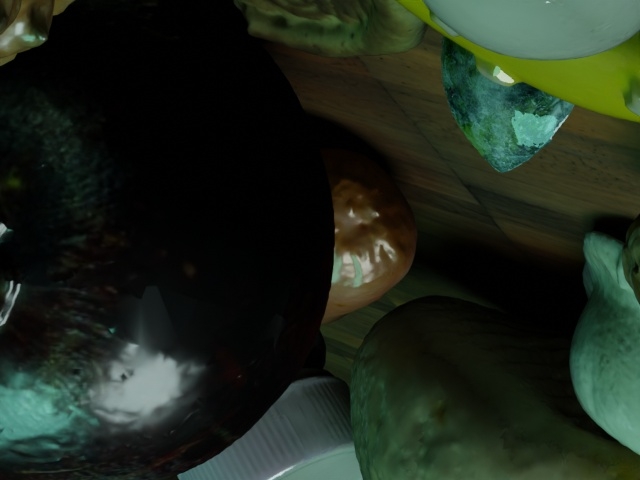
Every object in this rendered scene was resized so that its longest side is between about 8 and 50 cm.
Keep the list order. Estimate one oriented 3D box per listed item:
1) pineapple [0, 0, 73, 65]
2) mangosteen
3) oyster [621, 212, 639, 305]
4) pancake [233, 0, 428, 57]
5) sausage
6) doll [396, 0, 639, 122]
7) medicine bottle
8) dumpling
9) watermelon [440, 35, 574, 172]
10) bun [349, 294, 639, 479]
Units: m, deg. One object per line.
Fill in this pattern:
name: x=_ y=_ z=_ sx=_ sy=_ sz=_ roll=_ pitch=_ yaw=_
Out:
pineapple: x=-0.175 y=-0.192 z=0.525 sx=0.223 sy=0.223 sz=0.357 roll=25 pitch=159 yaw=7
mangosteen: x=-0.138 y=-0.014 z=0.971 sx=0.330 sy=0.330 sz=0.330 roll=25 pitch=168 yaw=6
oyster: x=0.223 y=0.022 z=0.767 sx=0.166 sy=0.110 sz=0.341 roll=37 pitch=179 yaw=-21
pancake: x=-0.050 y=-0.153 z=0.807 sx=0.235 sy=0.029 sz=0.212 roll=26 pitch=168 yaw=-9
sausage: x=0.000 y=0.000 z=1.177 sx=0.114 sy=0.113 sz=0.259 roll=27 pitch=169 yaw=-4
doll: x=0.066 y=-0.115 z=0.528 sx=0.237 sy=0.111 sz=0.252 roll=39 pitch=175 yaw=24
medicine bottle: x=-0.079 y=0.095 z=1.352 sx=0.273 sy=0.165 sz=0.165 roll=58 pitch=-178 yaw=24
dumpling: x=0.216 y=0.060 z=1.033 sx=0.105 sy=0.149 sz=0.217 roll=-7 pitch=-159 yaw=-18
watermelon: x=0.102 y=-0.077 z=0.792 sx=0.085 sy=0.085 sz=0.061 roll=20 pitch=-153 yaw=29
bun: x=0.172 y=0.192 z=1.221 sx=0.365 sy=0.219 sz=0.365 roll=23 pitch=-172 yaw=-3
